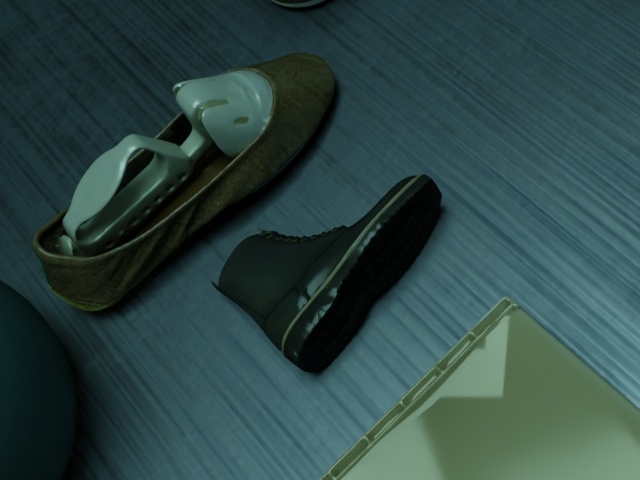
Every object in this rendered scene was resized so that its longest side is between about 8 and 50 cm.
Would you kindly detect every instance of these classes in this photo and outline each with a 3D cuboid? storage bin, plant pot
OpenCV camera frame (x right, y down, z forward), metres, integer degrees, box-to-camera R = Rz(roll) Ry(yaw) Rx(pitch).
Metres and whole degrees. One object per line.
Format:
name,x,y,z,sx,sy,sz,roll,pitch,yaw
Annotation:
storage bin,0.146,0.223,0.785,0.260,0.123,0.262,-44,58,-3
plant pot,-0.353,0.137,0.912,0.290,0.195,0.290,2,76,-8

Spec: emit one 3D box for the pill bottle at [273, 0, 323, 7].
pill bottle,-0.045,-0.333,1.089,0.117,0.215,0.117,-9,61,17

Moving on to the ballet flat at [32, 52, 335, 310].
ballet flat,-0.133,-0.075,1.045,0.342,0.124,0.116,-40,57,-2

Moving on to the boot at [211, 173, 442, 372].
boot,0.000,0.000,0.989,0.137,0.077,0.198,35,79,37
